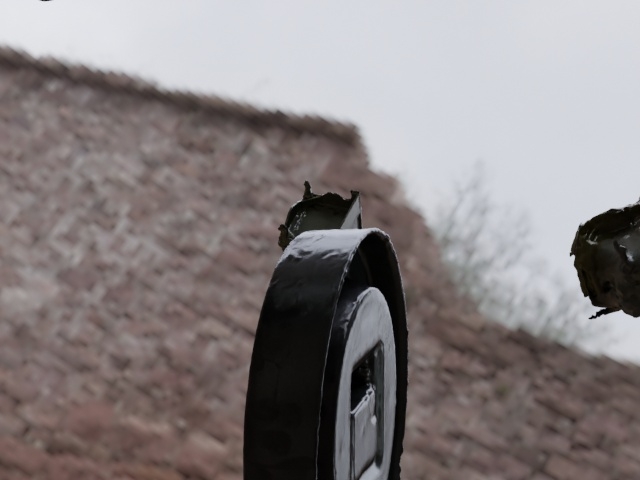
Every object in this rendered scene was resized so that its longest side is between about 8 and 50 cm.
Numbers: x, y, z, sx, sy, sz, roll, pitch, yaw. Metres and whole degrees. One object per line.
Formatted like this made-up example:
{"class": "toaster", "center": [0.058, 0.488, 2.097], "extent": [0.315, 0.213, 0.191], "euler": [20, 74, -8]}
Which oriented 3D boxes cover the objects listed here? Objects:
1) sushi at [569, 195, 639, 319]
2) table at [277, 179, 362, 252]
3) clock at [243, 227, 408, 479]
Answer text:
{"class": "sushi", "center": [0.373, 0.002, 1.874], "extent": [0.291, 0.131, 0.139], "euler": [-5, -65, 42]}
{"class": "table", "center": [0.000, 0.000, 1.849], "extent": [0.062, 0.079, 0.083], "euler": [12, -46, 17]}
{"class": "clock", "center": [0.011, 0.147, 1.588], "extent": [0.066, 0.319, 0.319], "euler": [2, -35, 15]}
